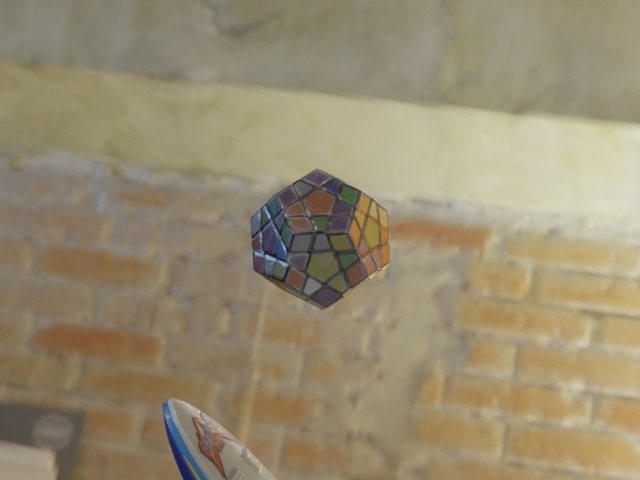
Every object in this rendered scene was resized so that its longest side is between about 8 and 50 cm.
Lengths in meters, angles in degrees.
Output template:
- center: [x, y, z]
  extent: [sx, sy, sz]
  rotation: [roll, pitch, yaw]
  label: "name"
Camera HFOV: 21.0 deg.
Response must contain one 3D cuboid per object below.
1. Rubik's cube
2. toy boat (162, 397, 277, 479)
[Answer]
- center: [0.000, 0.000, 1.320]
  extent: [0.111, 0.093, 0.111]
  rotation: [29, -4, 2]
  label: "Rubik's cube"
- center: [-0.083, 0.295, 1.984]
  extent: [0.088, 0.129, 0.295]
  rotation: [-37, -82, 19]
  label: "toy boat"
